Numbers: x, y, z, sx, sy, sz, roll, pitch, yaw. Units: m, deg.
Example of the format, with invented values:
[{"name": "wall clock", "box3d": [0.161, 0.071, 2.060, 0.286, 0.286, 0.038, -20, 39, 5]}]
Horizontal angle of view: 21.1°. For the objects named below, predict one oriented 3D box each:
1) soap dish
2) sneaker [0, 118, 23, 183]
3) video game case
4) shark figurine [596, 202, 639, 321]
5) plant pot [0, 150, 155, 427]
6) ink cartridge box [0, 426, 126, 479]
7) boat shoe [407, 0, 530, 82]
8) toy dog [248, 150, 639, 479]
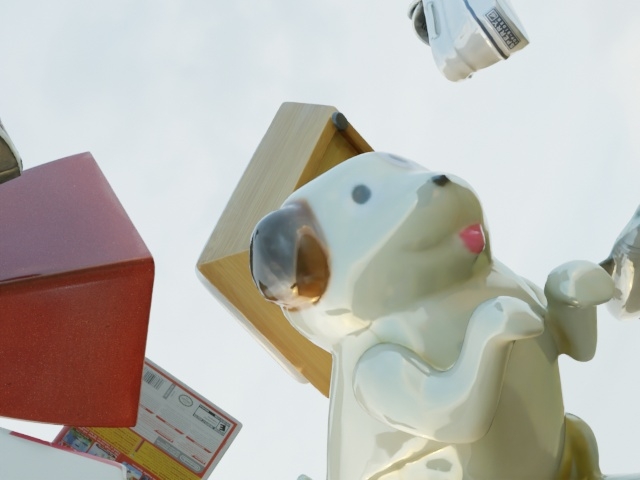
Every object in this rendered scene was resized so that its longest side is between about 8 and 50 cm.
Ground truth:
[{"name": "soap dish", "box3d": [0.000, 0.000, 1.973, 0.229, 0.118, 0.291, 47, -137, -22]}, {"name": "sneaker", "box3d": [-0.387, -0.145, 1.950, 0.077, 0.072, 0.178, -78, -29, -47]}, {"name": "video game case", "box3d": [-0.255, 0.296, 2.351, 0.285, 0.204, 0.025, -55, -1, -42]}, {"name": "shark figurine", "box3d": [0.357, 0.064, 1.850, 0.166, 0.116, 0.278, -46, -23, -8]}, {"name": "plant pot", "box3d": [-0.373, 0.073, 2.166, 0.235, 0.267, 0.267, -7, -53, -25]}, {"name": "ink cartridge box", "box3d": [-0.418, 0.399, 1.933, 0.279, 0.160, 0.385, 20, -62, -26]}, {"name": "boat shoe", "box3d": [0.116, -0.209, 1.511, 0.084, 0.095, 0.258, -36, 17, 12]}, {"name": "toy dog", "box3d": [0.104, 0.112, 1.597, 0.284, 0.395, 0.408, -25, -83, -36]}]
